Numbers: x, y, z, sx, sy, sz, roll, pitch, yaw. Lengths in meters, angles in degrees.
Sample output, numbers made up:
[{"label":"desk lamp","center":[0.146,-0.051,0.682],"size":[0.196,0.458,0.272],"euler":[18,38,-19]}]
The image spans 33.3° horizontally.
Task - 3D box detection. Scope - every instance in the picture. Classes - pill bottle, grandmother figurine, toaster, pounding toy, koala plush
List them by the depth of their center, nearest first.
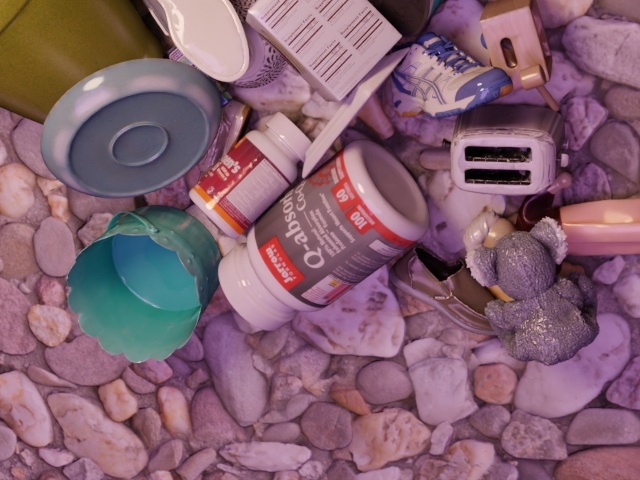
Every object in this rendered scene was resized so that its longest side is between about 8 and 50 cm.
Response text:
[{"label":"pounding toy","center":[0.315,-0.282,1.718],"size":[0.094,0.206,0.181],"euler":[-13,111,20]},{"label":"koala plush","center":[0.361,0.078,1.810],"size":[0.196,0.203,0.221],"euler":[-20,108,11]},{"label":"toaster","center":[0.305,-0.153,1.815],"size":[0.227,0.146,0.129],"euler":[4,115,13]},{"label":"grandmother figurine","center":[0.421,-0.019,1.878],"size":[0.342,0.104,0.207],"euler":[-5,104,14]},{"label":"pill bottle","center":[-0.119,-0.118,1.914],"size":[0.221,0.121,0.121],"euler":[-45,99,-1]},{"label":"pill bottle","center":[0.000,0.000,1.929],"size":[0.363,0.210,0.210],"euler":[-38,101,26]}]

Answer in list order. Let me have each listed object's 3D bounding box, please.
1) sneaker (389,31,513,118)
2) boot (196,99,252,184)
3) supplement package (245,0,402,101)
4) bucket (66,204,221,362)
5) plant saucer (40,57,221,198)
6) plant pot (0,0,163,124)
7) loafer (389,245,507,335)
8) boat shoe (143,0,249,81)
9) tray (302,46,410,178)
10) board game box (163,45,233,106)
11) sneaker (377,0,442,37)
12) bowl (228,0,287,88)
[{"label":"sneaker","center":[0.192,-0.272,1.733],"size":[0.296,0.112,0.131],"euler":[9,117,61]},{"label":"boot","center":[-0.237,-0.187,1.978],"size":[0.165,0.077,0.213],"euler":[27,113,0]},{"label":"supplement package","center":[-0.001,-0.347,1.753],"size":[0.203,0.194,0.149],"euler":[44,91,-8]},{"label":"bucket","center":[-0.331,0.073,2.064],"size":[0.281,0.183,0.281],"euler":[5,115,12]},{"label":"plant saucer","center":[-0.312,-0.174,1.817],"size":[0.318,0.043,0.317],"euler":[-18,145,-13]},{"label":"plant pot","center":[-0.464,-0.353,1.794],"size":[0.366,0.366,0.353],"euler":[-30,131,25]},{"label":"loafer","center":[0.251,0.091,1.972],"size":[0.251,0.094,0.087],"euler":[26,122,2]},{"label":"boat shoe","center":[-0.230,-0.399,1.819],"size":[0.116,0.099,0.319],"euler":[-41,89,-1]},{"label":"tray","center":[0.048,-0.217,1.799],"size":[0.030,0.145,0.270],"euler":[39,143,-3]},{"label":"board game box","center":[-0.274,-0.244,1.909],"size":[0.201,0.035,0.136],"euler":[-35,95,19]},{"label":"sneaker","center":[0.193,-0.470,1.676],"size":[0.124,0.178,0.295],"euler":[29,147,-1]},{"label":"bowl","center":[-0.144,-0.338,1.881],"size":[0.170,0.080,0.170],"euler":[6,116,13]}]
